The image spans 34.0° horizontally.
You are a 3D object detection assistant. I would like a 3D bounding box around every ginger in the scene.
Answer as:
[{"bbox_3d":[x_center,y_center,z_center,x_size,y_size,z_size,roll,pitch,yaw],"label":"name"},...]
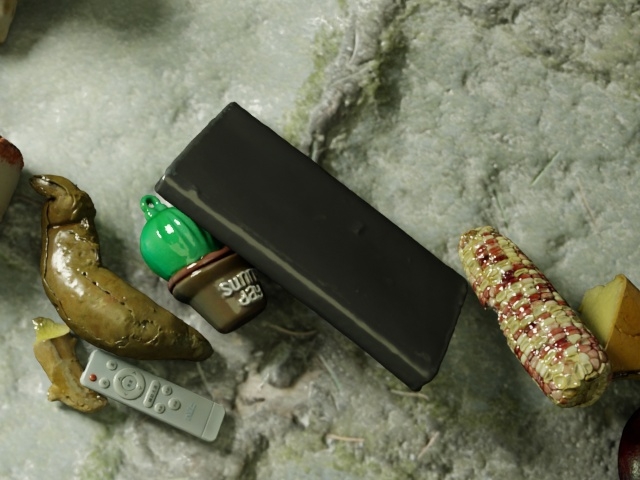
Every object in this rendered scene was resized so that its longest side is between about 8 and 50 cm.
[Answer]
[{"bbox_3d":[-0.311,0.152,1.267,0.057,0.044,0.137,-27,89,-42],"label":"ginger"}]

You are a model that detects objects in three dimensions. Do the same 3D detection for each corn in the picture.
[{"bbox_3d":[0.267,0.093,1.352,0.098,0.098,0.290,-19,49,-17],"label":"corn"}]

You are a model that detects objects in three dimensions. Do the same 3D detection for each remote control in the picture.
[{"bbox_3d":[-0.205,0.192,1.283,0.184,0.027,0.050,29,60,-18],"label":"remote control"}]

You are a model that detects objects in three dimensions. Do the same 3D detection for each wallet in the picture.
[{"bbox_3d":[0.000,0.000,1.319,0.406,0.062,0.228,37,38,-5],"label":"wallet"}]

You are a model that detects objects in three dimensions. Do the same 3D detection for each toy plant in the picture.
[{"bbox_3d":[-0.145,0.016,1.304,0.143,0.105,0.200,-27,80,-42],"label":"toy plant"}]

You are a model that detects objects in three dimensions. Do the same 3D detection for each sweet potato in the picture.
[{"bbox_3d":[-0.266,0.057,1.270,0.124,0.098,0.310,-43,95,-25],"label":"sweet potato"}]

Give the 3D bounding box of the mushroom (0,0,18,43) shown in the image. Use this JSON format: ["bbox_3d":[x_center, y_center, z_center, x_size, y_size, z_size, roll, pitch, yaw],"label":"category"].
[{"bbox_3d":[-0.370,-0.351,1.282,0.206,0.206,0.209,-13,110,-17],"label":"mushroom"}]

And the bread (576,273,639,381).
[{"bbox_3d":[0.396,0.164,1.404,0.169,0.140,0.160,45,66,-4],"label":"bread"}]

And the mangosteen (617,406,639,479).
[{"bbox_3d":[0.498,0.293,1.365,0.216,0.216,0.216,3,79,-14],"label":"mangosteen"}]

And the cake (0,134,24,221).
[{"bbox_3d":[-0.495,-0.085,1.202,0.262,0.159,0.158,20,78,-9],"label":"cake"}]
